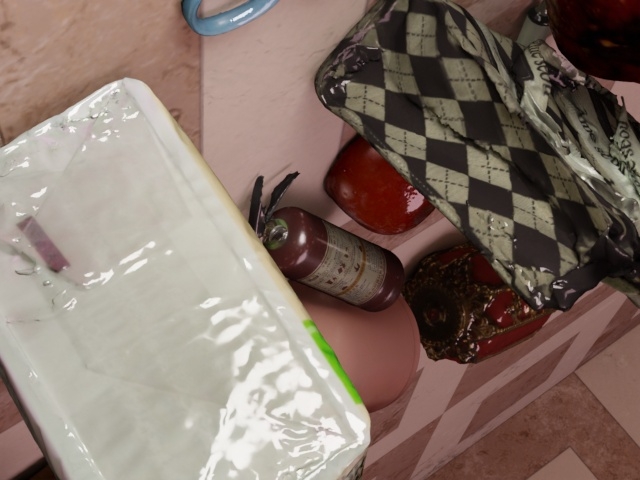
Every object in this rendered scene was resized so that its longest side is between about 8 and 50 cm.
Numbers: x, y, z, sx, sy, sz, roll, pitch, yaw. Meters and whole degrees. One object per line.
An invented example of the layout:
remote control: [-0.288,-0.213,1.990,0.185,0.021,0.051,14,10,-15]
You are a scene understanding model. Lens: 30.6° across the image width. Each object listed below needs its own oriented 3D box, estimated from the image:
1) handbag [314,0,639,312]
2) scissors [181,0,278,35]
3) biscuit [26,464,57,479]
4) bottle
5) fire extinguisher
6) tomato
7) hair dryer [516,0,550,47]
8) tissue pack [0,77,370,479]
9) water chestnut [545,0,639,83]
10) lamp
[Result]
handbag: [0.225,-0.048,1.077,0.180,0.316,0.416,-51,146,18]
scissors: [0.013,-0.216,0.858,0.256,0.030,0.125,-20,155,-37]
biscuit: [-0.318,0.344,1.456,0.359,0.046,0.359,-33,159,-15]
bottle: [-0.022,0.110,1.323,0.297,0.173,0.206,0,106,-57]
fire extinguisher: [0.000,0.000,1.188,0.231,0.071,0.099,27,91,-47]
tomato: [0.087,-0.060,1.232,0.139,0.091,0.159,-40,163,9]
hair dryer: [0.222,-0.200,1.237,0.100,0.057,0.197,-27,151,-34]
tissue pack: [-0.119,0.127,0.921,0.205,0.331,0.405,-31,159,-16]
water chestnut: [0.337,-0.257,1.036,0.289,0.289,0.244,-39,-168,1]
lamp: [0.237,0.082,1.696,0.274,0.177,0.177,-16,150,-51]
